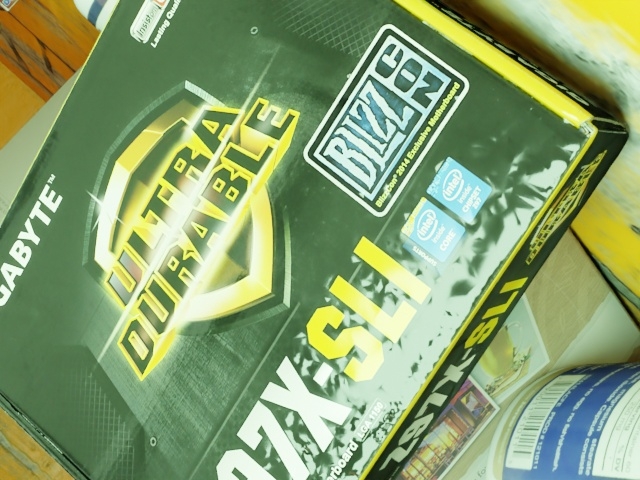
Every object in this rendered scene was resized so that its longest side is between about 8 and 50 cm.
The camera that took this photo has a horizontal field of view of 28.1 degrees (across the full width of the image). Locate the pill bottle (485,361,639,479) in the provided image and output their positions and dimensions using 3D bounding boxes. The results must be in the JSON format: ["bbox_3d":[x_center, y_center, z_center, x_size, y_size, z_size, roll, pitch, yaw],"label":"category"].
[{"bbox_3d":[0.218,0.142,0.713,0.153,0.153,0.264,43,161,-12],"label":"pill bottle"}]

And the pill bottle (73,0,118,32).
[{"bbox_3d":[-0.086,-0.158,0.782,0.186,0.112,0.112,43,172,-5],"label":"pill bottle"}]

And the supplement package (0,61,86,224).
[{"bbox_3d":[-0.209,-0.052,1.303,0.177,0.293,0.175,47,171,-35],"label":"supplement package"}]

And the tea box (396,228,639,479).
[{"bbox_3d":[-0.007,0.086,0.933,0.220,0.329,0.323,48,171,-36],"label":"tea box"}]

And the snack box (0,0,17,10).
[{"bbox_3d":[-0.386,-0.314,1.579,0.022,0.064,0.178,46,171,-24],"label":"snack box"}]

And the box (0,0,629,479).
[{"bbox_3d":[-0.035,0.003,0.675,0.257,0.322,0.079,38,-162,19],"label":"box"}]
